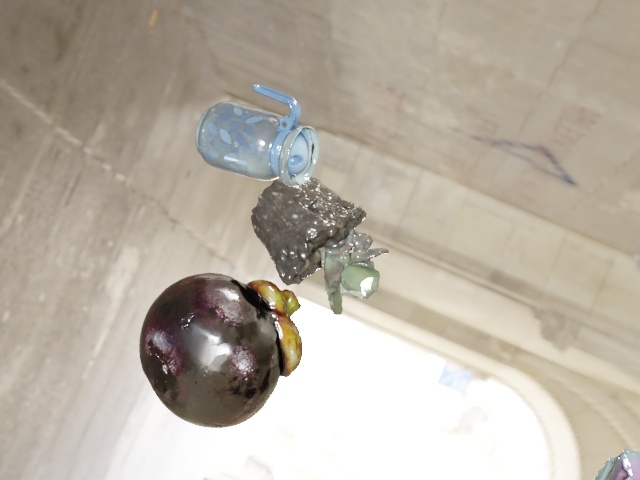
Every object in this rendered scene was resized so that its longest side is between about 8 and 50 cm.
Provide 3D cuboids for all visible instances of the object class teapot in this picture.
[{"bbox_3d":[-0.042,-0.075,0.881,0.049,0.083,0.064,6,98,-62],"label":"teapot"}]

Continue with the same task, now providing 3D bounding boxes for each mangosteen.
[{"bbox_3d":[-0.120,0.136,1.717,0.250,0.211,0.211,-25,149,-35],"label":"mangosteen"}]

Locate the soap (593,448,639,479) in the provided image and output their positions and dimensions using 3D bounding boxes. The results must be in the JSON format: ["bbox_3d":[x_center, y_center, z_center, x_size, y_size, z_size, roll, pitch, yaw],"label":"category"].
[{"bbox_3d":[0.437,0.466,1.876,0.193,0.109,0.324,-83,-172,-57],"label":"soap"}]

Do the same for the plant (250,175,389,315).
[{"bbox_3d":[0.000,0.000,1.814,0.131,0.203,0.142,-8,146,-51],"label":"plant"}]
